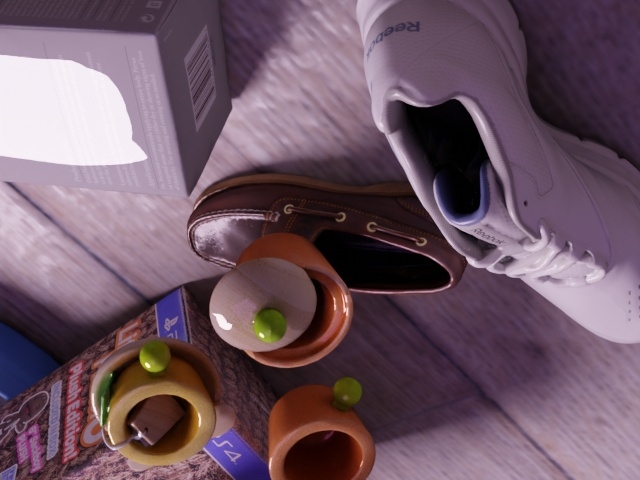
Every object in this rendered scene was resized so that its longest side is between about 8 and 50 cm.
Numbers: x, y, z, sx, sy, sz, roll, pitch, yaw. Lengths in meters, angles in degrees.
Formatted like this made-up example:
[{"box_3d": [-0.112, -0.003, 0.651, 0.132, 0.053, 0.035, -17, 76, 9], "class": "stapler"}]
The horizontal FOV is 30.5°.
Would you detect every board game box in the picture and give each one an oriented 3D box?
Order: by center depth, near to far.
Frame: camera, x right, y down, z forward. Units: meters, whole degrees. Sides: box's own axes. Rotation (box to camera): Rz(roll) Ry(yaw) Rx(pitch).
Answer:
[{"box_3d": [-0.152, 0.223, 0.932, 0.291, 0.141, 0.232, -34, 120, 9], "class": "board game box"}]

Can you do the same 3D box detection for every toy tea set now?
[{"box_3d": [-0.044, 0.161, 0.762, 0.200, 0.124, 0.336, -12, 121, -6], "class": "toy tea set"}]

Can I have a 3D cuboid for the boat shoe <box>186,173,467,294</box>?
[{"box_3d": [0.000, 0.000, 0.797, 0.207, 0.073, 0.073, -1, 134, 20], "class": "boat shoe"}]

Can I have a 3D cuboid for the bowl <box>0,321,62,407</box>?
[{"box_3d": [-0.376, 0.181, 1.087, 0.391, 0.077, 0.391, 9, 136, 8], "class": "bowl"}]

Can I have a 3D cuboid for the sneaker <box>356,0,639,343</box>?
[{"box_3d": [0.113, -0.024, 0.698, 0.111, 0.129, 0.297, -27, 122, 34], "class": "sneaker"}]

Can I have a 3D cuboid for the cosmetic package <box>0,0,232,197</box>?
[{"box_3d": [-0.186, -0.110, 0.726, 0.238, 0.107, 0.127, 9, 136, 13], "class": "cosmetic package"}]
